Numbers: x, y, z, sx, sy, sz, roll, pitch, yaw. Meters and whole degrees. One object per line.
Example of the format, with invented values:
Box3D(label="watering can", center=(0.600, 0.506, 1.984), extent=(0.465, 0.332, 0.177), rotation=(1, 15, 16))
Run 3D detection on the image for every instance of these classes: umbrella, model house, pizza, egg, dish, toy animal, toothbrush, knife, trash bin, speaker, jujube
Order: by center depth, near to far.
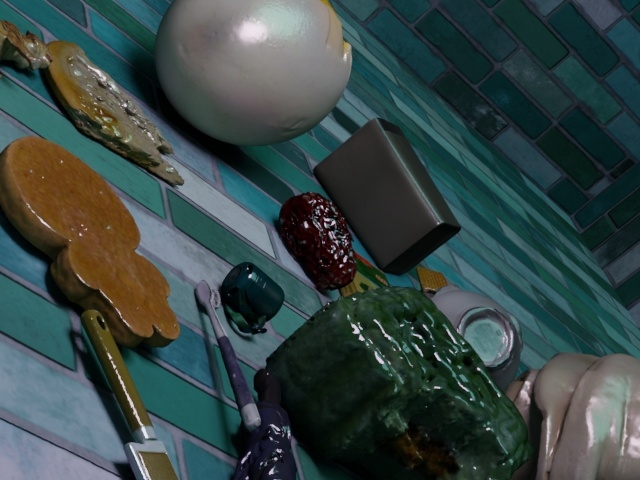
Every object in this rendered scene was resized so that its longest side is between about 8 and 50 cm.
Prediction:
Box3D(label="knife", center=(-0.166, 0.208, 1.167), extent=(0.343, 0.027, 0.061), rotation=(60, 17, 23))
Box3D(label="umbrella", center=(-0.056, 0.215, 1.350), extent=(0.071, 0.071, 0.248), rotation=(43, 21, -18))
Box3D(label="toothbrush", center=(-0.107, 0.130, 1.429), extent=(0.026, 0.024, 0.288), rotation=(41, 11, -32))
Box3D(label="toy animal", center=(-0.415, -0.250, 1.492), extent=(0.241, 0.057, 0.099), rotation=(28, 21, -46))
Box3D(label="speaker", center=(-0.093, 0.082, 1.587), extent=(0.075, 0.060, 0.094), rotation=(42, 54, -24))
Box3D(label="pizza", center=(-0.276, -0.167, 1.676), extent=(0.262, 0.034, 0.181), rotation=(42, 18, -23))
Box3D(label="jujube", center=(0.004, -0.002, 1.914), extent=(0.166, 0.104, 0.104), rotation=(58, 19, 13))
Box3D(label="egg", center=(-0.113, -0.288, 1.918), extent=(0.283, 0.283, 0.345), rotation=(55, 25, 17))
Box3D(label="dish", center=(0.255, 0.179, 1.999), extent=(0.224, 0.078, 0.246), rotation=(-10, 75, -26))
Box3D(label="model house", center=(0.184, 0.106, 2.116), extent=(0.100, 0.100, 0.087), rotation=(38, 18, -22))
Box3D(label="trash bin", center=(0.122, -0.076, 2.256), extent=(0.240, 0.164, 0.122), rotation=(60, 20, 21))

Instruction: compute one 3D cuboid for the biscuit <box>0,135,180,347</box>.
Box3D(label="biscuit", center=(-0.256, 0.002, 1.355), extent=(0.288, 0.044, 0.202), rotation=(56, 19, 15))

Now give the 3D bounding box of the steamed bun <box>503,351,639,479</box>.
Box3D(label="steamed bun", center=(0.360, 0.302, 1.774), extent=(0.255, 0.342, 0.367), rotation=(39, -14, 9))

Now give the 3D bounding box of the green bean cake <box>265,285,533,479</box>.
Box3D(label="green bean cake", center=(0.114, 0.211, 1.570), extent=(0.308, 0.169, 0.300), rotation=(52, 21, 12))

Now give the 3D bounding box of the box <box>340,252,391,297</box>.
Box3D(label="box", center=(0.085, 0.107, 1.977), extent=(0.132, 0.034, 0.235), rotation=(35, 22, -37))
